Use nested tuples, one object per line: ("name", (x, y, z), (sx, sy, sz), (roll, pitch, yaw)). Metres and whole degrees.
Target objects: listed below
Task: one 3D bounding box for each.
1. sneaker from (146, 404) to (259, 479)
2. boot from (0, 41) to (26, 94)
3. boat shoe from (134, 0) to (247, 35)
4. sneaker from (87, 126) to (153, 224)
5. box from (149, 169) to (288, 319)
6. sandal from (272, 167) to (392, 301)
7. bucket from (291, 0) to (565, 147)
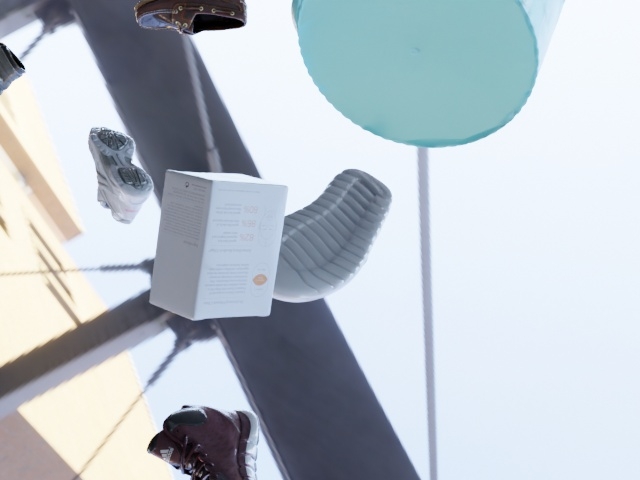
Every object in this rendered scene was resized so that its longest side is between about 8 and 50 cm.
("sneaker", (-0.176, 0.346, 1.390), (0.162, 0.106, 0.281), (19, -150, -17))
("boot", (-0.542, -0.263, 1.341), (0.161, 0.246, 0.083), (-52, -173, 8))
("boat shoe", (-0.236, -0.412, 1.763), (0.207, 0.073, 0.073), (-8, -107, 2))
("sneaker", (-0.387, -0.119, 1.774), (0.090, 0.115, 0.232), (6, -143, -33))
("box", (-0.126, 0.005, 1.197), (0.091, 0.130, 0.170), (16, -80, 41))
("sandal", (0.012, 0.009, 1.719), (0.169, 0.102, 0.416), (35, -139, 12))
("bucket", (0.114, -0.242, 0.976), (0.281, 0.281, 0.183), (3, -134, 23))
